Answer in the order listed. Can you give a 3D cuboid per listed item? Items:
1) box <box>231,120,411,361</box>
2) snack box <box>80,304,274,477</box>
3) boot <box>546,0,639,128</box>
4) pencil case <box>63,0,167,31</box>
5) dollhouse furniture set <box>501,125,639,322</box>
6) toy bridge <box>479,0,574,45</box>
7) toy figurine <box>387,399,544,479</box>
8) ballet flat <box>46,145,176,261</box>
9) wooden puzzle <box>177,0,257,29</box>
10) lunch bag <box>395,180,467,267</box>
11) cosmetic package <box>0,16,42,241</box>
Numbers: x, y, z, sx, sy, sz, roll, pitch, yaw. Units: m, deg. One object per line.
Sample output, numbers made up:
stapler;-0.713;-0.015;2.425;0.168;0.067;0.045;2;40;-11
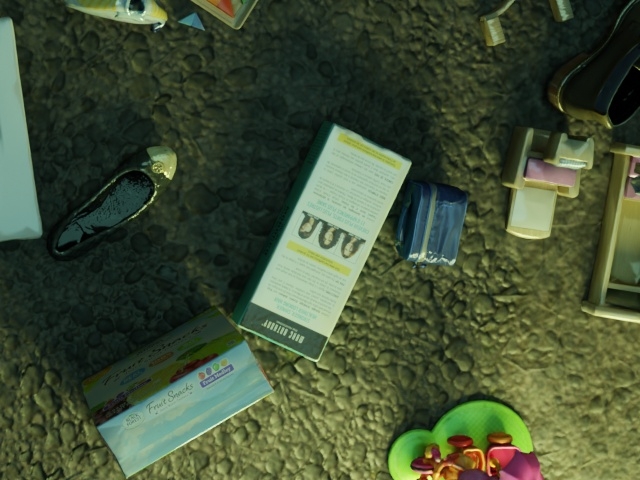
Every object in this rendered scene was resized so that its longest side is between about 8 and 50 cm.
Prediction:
box;0.000;0.000;1.866;0.100;0.060;0.244;26;91;-13
snack box;-0.155;0.153;1.777;0.174;0.207;0.070;-30;102;-8
boot;0.362;-0.205;1.885;0.219;0.106;0.082;-43;123;-1
pencil case;-0.193;-0.357;1.751;0.113;0.124;0.273;9;94;-12
dollhouse furniture set;0.367;0.002;1.818;0.286;0.303;0.198;8;94;-13
toy bridge;0.265;-0.277;1.905;0.188;0.026;0.063;-20;99;-10
toy figurine;0.176;0.257;1.883;0.173;0.159;0.130;-1;97;-11
ballet flat;-0.219;-0.036;1.821;0.173;0.049;0.057;-42;104;-4
wooden puzzle;-0.101;-0.275;1.836;0.078;0.014;0.116;25;92;-13
lunch bag;0.117;-0.016;1.885;0.065;0.067;0.098;10;96;-12
cosmetic package;-0.412;-0.103;1.728;0.224;0.138;0.224;-8;98;-12
